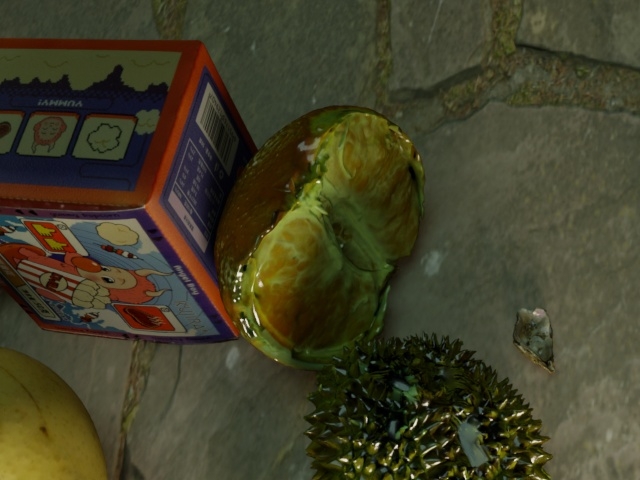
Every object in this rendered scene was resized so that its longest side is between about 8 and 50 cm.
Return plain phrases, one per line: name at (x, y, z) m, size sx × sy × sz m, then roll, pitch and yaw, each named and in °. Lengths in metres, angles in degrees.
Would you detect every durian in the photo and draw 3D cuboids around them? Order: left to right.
durian at (0.104, 0.240, 1.282) m, size 0.291 × 0.224 × 0.291 m, roll 10°, pitch 61°, yaw -19°

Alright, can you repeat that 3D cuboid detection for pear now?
pear at (-0.422, 0.282, 1.335) m, size 0.348 × 0.348 × 0.348 m, roll -7°, pitch 58°, yaw 12°

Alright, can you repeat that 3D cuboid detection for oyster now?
oyster at (0.261, 0.124, 1.407) m, size 0.051 × 0.034 × 0.093 m, roll 6°, pitch 49°, yaw 2°

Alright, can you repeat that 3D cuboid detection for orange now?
orange at (-0.006, 0.000, 1.432) m, size 0.196 × 0.262 × 0.335 m, roll -12°, pitch 51°, yaw 49°

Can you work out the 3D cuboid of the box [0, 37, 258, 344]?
box at (-0.269, -0.057, 1.484) m, size 0.318 × 0.349 × 0.257 m, roll 4°, pitch 61°, yaw 17°
